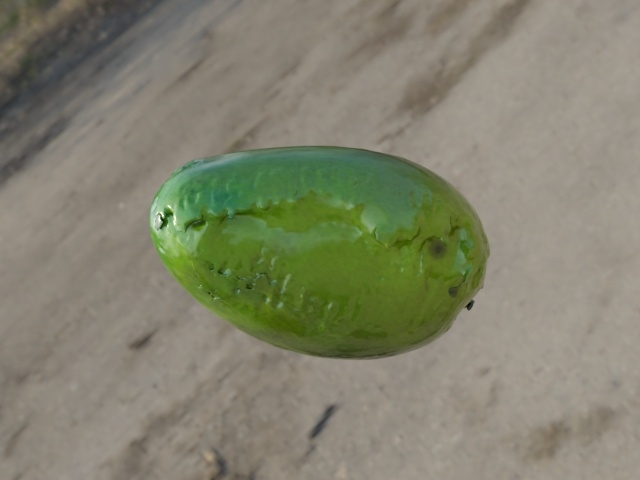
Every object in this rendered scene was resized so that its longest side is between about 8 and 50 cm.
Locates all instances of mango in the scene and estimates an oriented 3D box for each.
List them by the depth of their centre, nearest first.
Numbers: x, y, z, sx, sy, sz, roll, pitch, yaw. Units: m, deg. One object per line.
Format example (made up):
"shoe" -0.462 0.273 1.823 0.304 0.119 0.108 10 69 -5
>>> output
"mango" 0.000 0.000 0.747 0.100 0.178 0.119 -92 18 -50
